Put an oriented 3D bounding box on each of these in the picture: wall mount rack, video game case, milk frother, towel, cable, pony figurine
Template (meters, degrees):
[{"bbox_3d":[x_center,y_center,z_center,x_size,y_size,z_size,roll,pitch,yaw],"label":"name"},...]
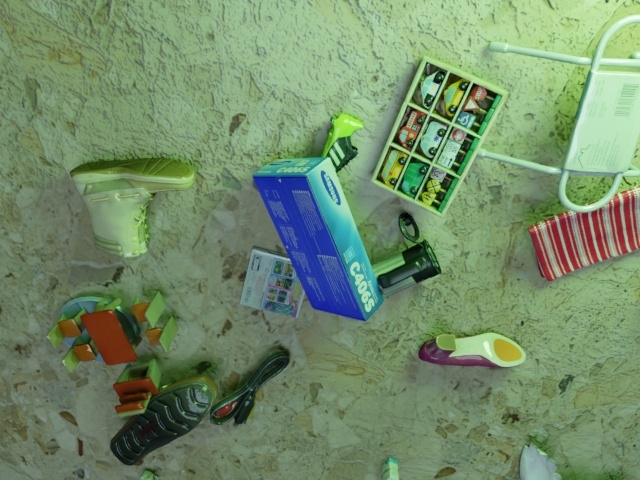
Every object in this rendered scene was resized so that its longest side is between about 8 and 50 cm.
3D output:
[{"bbox_3d":[0.451,-0.233,0.993,0.304,0.130,0.350,3,118,-1],"label":"wall mount rack"},{"bbox_3d":[-0.104,0.100,1.268,0.143,0.019,0.157,14,117,-4],"label":"video game case"},{"bbox_3d":[0.168,0.032,1.178,0.135,0.129,0.143,-27,70,17],"label":"milk frother"},{"bbox_3d":[0.575,-0.016,1.109,0.275,0.031,0.199,-22,136,15],"label":"towel"},{"bbox_3d":[-0.193,0.377,1.391,0.139,0.072,0.287,14,114,-35],"label":"cable"},{"bbox_3d":[0.656,0.735,1.430,0.363,0.303,0.351,0,122,-15],"label":"pony figurine"}]

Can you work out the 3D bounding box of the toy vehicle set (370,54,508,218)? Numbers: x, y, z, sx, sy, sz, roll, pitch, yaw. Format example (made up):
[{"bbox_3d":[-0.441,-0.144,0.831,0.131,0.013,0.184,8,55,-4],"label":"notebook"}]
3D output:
[{"bbox_3d":[0.222,-0.195,1.048,0.166,0.035,0.267,27,118,9],"label":"toy vehicle set"}]

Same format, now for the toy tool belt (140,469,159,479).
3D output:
[{"bbox_3d":[-0.502,0.721,1.612,0.051,0.052,0.083,9,119,9],"label":"toy tool belt"}]

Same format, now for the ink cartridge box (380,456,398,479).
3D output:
[{"bbox_3d":[0.191,0.649,1.501,0.028,0.083,0.048,25,117,-9],"label":"ink cartridge box"}]

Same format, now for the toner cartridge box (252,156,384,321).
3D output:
[{"bbox_3d":[0.000,0.000,1.125,0.165,0.075,0.348,6,128,44],"label":"toner cartridge box"}]

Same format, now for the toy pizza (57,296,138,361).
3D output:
[{"bbox_3d":[-0.551,0.219,1.358,0.201,0.032,0.201,1,118,2],"label":"toy pizza"}]

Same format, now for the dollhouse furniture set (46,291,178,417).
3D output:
[{"bbox_3d":[-0.475,0.271,1.285,0.262,0.135,0.259,-13,117,9],"label":"dollhouse furniture set"}]

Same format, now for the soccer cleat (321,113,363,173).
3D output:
[{"bbox_3d":[0.033,-0.164,1.094,0.072,0.060,0.179,16,116,-9],"label":"soccer cleat"}]

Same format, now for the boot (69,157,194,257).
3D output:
[{"bbox_3d":[-0.380,-0.065,1.156,0.262,0.095,0.203,-1,118,7],"label":"boot"}]

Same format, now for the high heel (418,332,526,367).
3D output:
[{"bbox_3d":[0.362,0.276,1.310,0.244,0.082,0.117,5,151,-14],"label":"high heel"}]

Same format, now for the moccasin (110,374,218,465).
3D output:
[{"bbox_3d":[-0.394,0.456,1.423,0.139,0.147,0.380,44,118,0],"label":"moccasin"}]
